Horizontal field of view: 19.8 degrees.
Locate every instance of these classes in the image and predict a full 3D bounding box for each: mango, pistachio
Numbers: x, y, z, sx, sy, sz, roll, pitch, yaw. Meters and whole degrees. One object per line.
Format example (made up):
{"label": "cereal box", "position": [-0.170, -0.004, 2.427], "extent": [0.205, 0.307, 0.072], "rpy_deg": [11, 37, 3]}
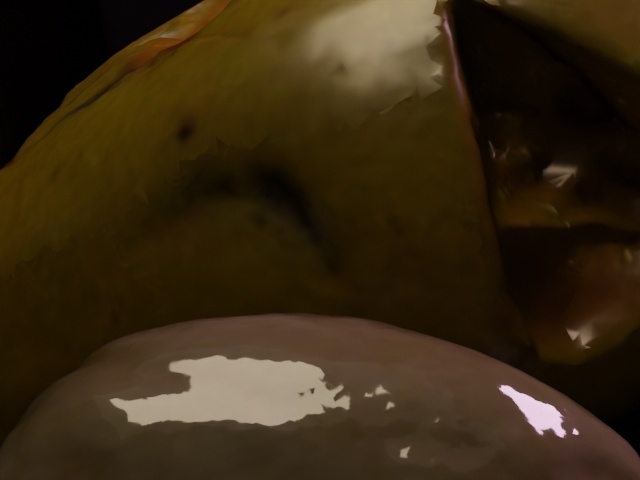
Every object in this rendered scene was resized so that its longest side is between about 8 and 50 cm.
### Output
{"label": "mango", "position": [0.000, 0.000, 0.647], "extent": [0.365, 0.182, 0.253], "rpy_deg": [-27, 13, 20]}
{"label": "pistachio", "position": [-0.004, 0.075, 0.473], "extent": [0.185, 0.108, 0.126], "rpy_deg": [-9, 39, 14]}

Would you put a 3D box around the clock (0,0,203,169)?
{"label": "clock", "position": [-0.028, -0.089, 0.814], "extent": [0.279, 0.273, 0.049], "rpy_deg": [-29, 33, -32]}
